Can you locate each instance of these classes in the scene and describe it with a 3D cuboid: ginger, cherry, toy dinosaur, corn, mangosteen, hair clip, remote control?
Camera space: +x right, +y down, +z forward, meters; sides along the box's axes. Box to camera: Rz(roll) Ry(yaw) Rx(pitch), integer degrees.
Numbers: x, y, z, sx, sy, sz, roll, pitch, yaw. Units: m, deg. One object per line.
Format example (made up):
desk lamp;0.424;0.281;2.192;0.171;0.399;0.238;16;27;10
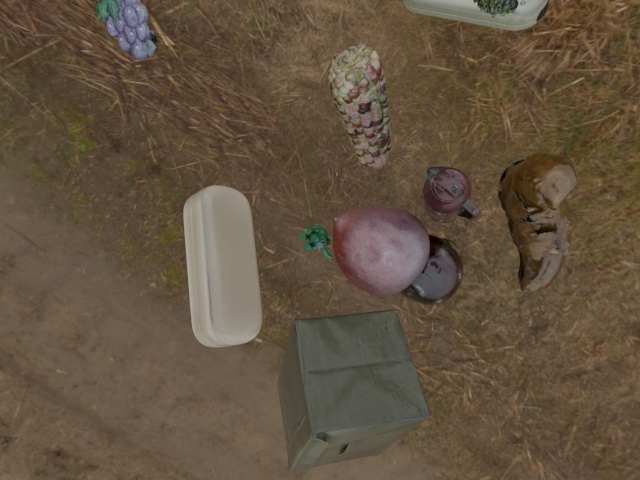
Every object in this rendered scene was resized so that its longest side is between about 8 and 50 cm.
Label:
ginger;0.352;-0.035;0.659;0.107;0.133;0.309;-20;143;17
cherry;0.144;0.024;1.015;0.239;0.206;0.239;-16;148;-10
toy dinosaur;0.000;0.000;1.212;0.096;0.132;0.059;2;139;-47
corn;0.081;-0.227;0.736;0.092;0.280;0.092;-6;68;14
mangosteen;0.306;0.073;1.157;0.216;0.216;0.216;0;109;-1
hair clip;-0.434;-0.504;0.922;0.195;0.052;0.124;48;119;-3
remote control;0.226;-0.372;0.613;0.221;0.042;0.078;26;83;25

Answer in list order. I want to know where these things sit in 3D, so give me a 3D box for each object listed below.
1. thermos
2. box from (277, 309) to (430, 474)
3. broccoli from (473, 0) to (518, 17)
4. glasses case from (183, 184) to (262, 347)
thermos;0.317;-0.101;1.016;0.109;0.330;0.136;-20;82;13
box;0.029;0.225;0.587;0.149;0.155;0.231;-3;142;-14
broccoli;0.198;-0.301;0.438;0.092;0.097;0.095;0;138;-13
glasses case;-0.120;0.031;0.505;0.050;0.083;0.196;-15;76;37
